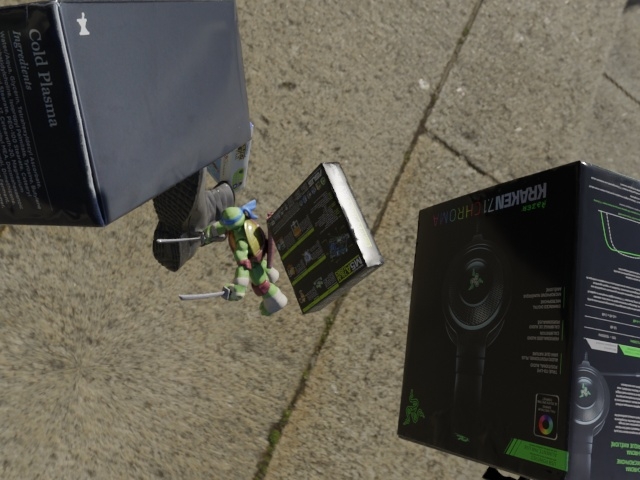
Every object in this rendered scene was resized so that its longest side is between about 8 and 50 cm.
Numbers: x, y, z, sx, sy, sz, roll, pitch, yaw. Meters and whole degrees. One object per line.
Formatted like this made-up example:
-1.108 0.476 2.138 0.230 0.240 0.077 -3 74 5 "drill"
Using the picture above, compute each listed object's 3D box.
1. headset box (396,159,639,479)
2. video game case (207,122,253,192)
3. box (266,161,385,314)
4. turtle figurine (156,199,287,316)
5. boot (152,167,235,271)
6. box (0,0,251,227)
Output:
0.203 0.097 0.584 0.131 0.246 0.283 12 78 -23 "headset box"
-0.282 -0.284 1.467 0.061 0.244 0.269 -32 71 -28 "video game case"
0.000 0.000 0.941 0.045 0.190 0.184 -11 68 -40 "box"
-0.202 0.060 1.283 0.275 0.197 0.266 -51 136 -20 "turtle figurine"
-0.287 -0.102 1.387 0.118 0.338 0.222 34 39 13 "boot"
-0.285 -0.153 0.625 0.312 0.343 0.179 1 112 16 "box"
